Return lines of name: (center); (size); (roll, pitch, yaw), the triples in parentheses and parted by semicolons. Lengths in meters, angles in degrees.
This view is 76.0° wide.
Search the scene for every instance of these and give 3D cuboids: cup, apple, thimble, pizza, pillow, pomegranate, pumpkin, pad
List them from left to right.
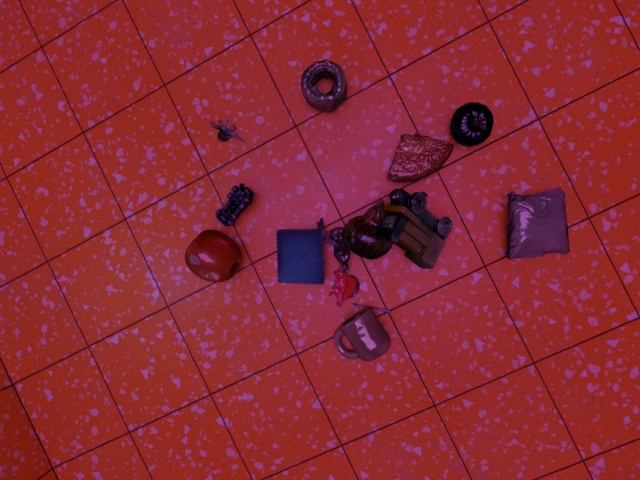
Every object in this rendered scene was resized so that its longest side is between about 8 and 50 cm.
apple: (-0.501, 0.079, 1.941); (0.241, 0.242, 0.242); (29, 95, -2)
pad: (-0.099, 0.077, 1.959); (0.269, 0.012, 0.269); (-2, 91, 28)
thimble: (0.019, -0.709, 1.893); (0.218, 0.150, 0.219); (0, 91, 7)
cup: (0.180, 0.461, 1.905); (0.255, 0.173, 0.202); (-33, 87, 6)
pomegranate: (0.222, -0.053, 1.860); (0.221, 0.204, 0.277); (2, 95, -26)
pizza: (0.443, -0.394, 1.887); (0.335, 0.086, 0.226); (-28, 84, 5)
pumpkin: (0.674, -0.519, 1.830); (0.194, 0.150, 0.194); (-1, 71, 3)
pillow: (0.963, -0.076, 1.814); (0.283, 0.138, 0.310); (-3, 94, -2)

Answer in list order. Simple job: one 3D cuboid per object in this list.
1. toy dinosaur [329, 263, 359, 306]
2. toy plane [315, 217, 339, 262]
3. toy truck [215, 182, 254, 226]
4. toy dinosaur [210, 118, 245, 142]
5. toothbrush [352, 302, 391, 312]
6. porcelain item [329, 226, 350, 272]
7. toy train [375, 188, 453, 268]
toy dinosaur: (0.129, 0.178, 1.964); (0.138, 0.070, 0.286); (11, 83, -5)
toy plane: (-0.002, 0.001, 1.946); (0.225, 0.058, 0.226); (-4, 86, 37)
toy truck: (-0.403, -0.169, 1.984); (0.110, 0.116, 0.216); (41, 103, 5)
toy dinosaur: (-0.464, -0.528, 2.016); (0.106, 0.044, 0.187); (-33, 101, 20)
toothbrush: (0.248, 0.324, 1.971); (0.193, 0.019, 0.013); (11, 93, 5)
porcelain item: (0.095, 0.048, 1.922); (0.081, 0.069, 0.216); (-13, 73, 11)
toy train: (0.412, -0.054, 1.790); (0.397, 0.160, 0.253); (34, 81, -33)
